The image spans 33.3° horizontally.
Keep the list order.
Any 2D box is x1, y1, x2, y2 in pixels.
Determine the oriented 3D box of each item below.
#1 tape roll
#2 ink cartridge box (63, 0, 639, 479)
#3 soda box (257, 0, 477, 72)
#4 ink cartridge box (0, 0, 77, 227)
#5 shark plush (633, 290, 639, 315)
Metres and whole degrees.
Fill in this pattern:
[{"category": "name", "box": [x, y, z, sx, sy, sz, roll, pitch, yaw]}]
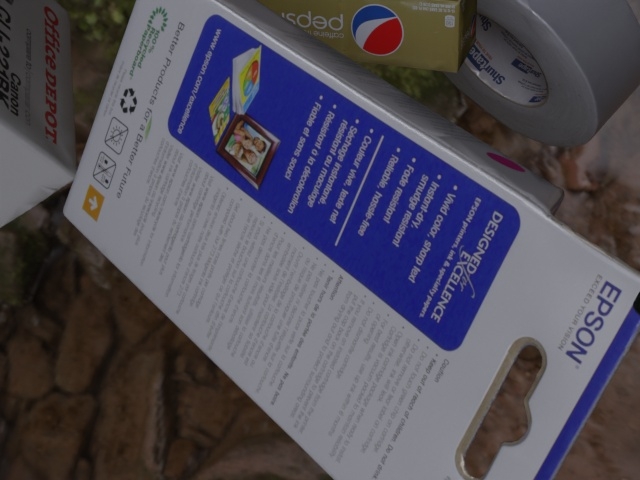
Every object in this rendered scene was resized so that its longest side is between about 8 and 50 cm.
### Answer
[{"category": "tape roll", "box": [0.178, -0.184, 0.953, 0.072, 0.219, 0.219, -48, 50, -12]}, {"category": "ink cartridge box", "box": [0.000, 0.000, 0.571, 0.371, 0.069, 0.176, 39, 114, 37]}, {"category": "soda box", "box": [0.026, -0.176, 0.822, 0.181, 0.058, 0.061, 9, 37, 18]}, {"category": "ink cartridge box", "box": [-0.305, -0.153, 0.759, 0.114, 0.273, 0.197, -28, 49, 18]}, {"category": "shark plush", "box": [0.138, 0.020, 0.340, 0.067, 0.161, 0.073, 35, 81, 12]}]
